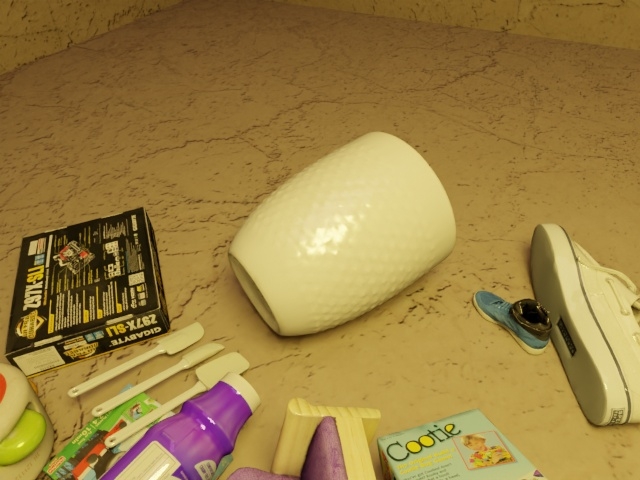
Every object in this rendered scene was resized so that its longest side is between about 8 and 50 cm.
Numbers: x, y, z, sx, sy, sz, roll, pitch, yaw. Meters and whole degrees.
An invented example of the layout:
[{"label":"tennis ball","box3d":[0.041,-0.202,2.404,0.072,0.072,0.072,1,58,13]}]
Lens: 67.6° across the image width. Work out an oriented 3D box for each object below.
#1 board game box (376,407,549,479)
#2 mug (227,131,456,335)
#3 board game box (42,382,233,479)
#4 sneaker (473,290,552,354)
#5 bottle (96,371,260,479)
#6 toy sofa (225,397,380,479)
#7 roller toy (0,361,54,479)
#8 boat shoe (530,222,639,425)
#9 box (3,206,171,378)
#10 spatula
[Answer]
[{"label":"board game box","box3d":[0.175,0.321,0.484,0.144,0.142,0.275,-13,14,-9]},{"label":"mug","box3d":[0.000,0.000,0.879,0.328,0.276,0.374,-32,18,-19]},{"label":"board game box","box3d":[-0.258,0.319,0.682,0.211,0.039,0.160,21,47,24]},{"label":"sneaker","box3d":[0.331,0.118,0.823,0.058,0.085,0.152,-22,45,-19]},{"label":"bottle","box3d":[-0.191,0.288,0.595,0.092,0.118,0.283,26,48,27]},{"label":"toy sofa","box3d":[-0.003,0.343,0.456,0.176,0.150,0.363,7,30,-13]},{"label":"roller toy","box3d":[-0.488,0.281,0.663,0.191,0.146,0.209,-26,37,-30]},{"label":"boat shoe","box3d":[0.468,0.113,0.782,0.156,0.136,0.367,-2,45,2]},{"label":"box","box3d":[-0.447,0.081,0.934,0.256,0.079,0.322,-18,44,-12]},{"label":"spatula","box3d":[-0.254,0.218,0.765,0.168,0.019,0.242,30,38,34]}]
